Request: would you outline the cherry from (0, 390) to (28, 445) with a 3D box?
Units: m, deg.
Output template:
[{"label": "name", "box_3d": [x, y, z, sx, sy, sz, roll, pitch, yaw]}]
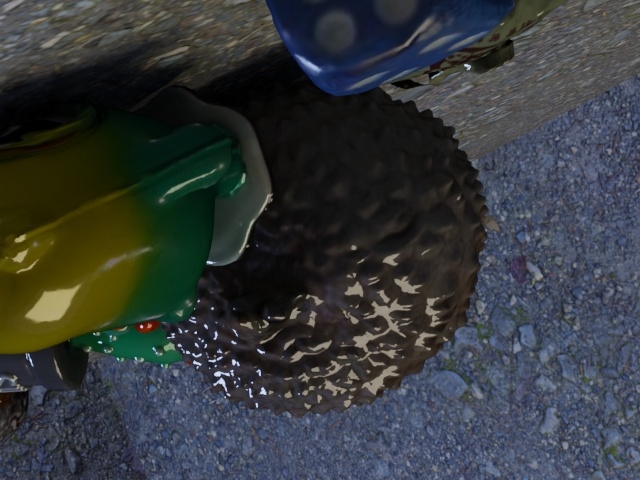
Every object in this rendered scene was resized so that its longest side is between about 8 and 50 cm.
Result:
[{"label": "cherry", "box_3d": [-0.612, 0.265, 2.536, 0.255, 0.218, 0.296, -25, 164, 10]}]

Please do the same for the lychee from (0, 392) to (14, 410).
[{"label": "lychee", "box_3d": [-0.513, 0.172, 2.150, 0.200, 0.200, 0.238, -25, -170, 9]}]

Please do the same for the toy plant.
[{"label": "toy plant", "box_3d": [-0.294, 0.100, 1.941, 0.400, 0.185, 0.279, -6, 146, 7]}]

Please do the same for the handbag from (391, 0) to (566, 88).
[{"label": "handbag", "box_3d": [0.129, -0.211, 1.426, 0.213, 0.127, 0.235, -24, 178, -20]}]

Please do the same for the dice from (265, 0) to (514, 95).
[{"label": "dice", "box_3d": [0.048, -0.194, 1.123, 0.146, 0.143, 0.146, -26, 174, 25]}]

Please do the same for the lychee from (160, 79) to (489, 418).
[{"label": "lychee", "box_3d": [0.000, 0.000, 1.695, 0.380, 0.380, 0.432, -26, -170, 27]}]

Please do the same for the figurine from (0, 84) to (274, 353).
[{"label": "figurine", "box_3d": [-0.213, -0.011, 1.379, 0.323, 0.231, 0.340, -30, 178, 41]}]
